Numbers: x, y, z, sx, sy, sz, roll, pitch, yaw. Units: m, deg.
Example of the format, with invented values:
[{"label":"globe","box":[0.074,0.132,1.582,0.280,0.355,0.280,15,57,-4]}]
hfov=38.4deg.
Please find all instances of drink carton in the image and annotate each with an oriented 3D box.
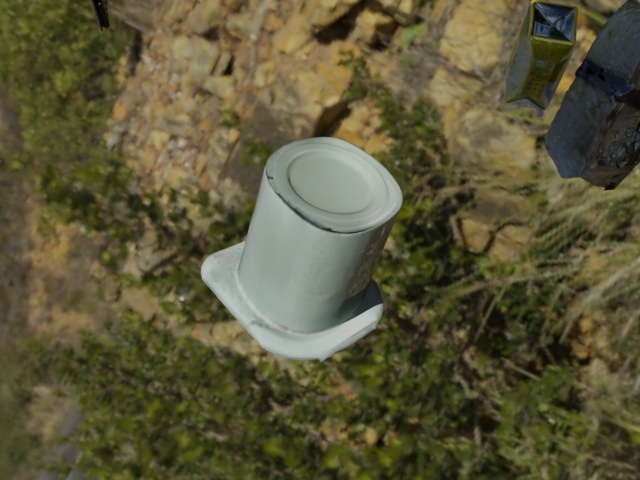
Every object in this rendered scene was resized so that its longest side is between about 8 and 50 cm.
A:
[{"label":"drink carton","box":[0.291,-0.233,1.246,0.200,0.075,0.084,96,-177,-63]},{"label":"drink carton","box":[0.000,0.000,1.030,0.185,0.191,0.189,-21,-33,-38]}]

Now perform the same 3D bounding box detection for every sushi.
[{"label":"sushi","box":[0.367,-0.193,1.135,0.134,0.109,0.273,61,143,30]}]

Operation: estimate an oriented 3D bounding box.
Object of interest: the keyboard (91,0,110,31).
[{"label":"keyboard","box":[-0.262,-0.332,0.993,0.231,0.023,0.072,85,169,-56]}]
